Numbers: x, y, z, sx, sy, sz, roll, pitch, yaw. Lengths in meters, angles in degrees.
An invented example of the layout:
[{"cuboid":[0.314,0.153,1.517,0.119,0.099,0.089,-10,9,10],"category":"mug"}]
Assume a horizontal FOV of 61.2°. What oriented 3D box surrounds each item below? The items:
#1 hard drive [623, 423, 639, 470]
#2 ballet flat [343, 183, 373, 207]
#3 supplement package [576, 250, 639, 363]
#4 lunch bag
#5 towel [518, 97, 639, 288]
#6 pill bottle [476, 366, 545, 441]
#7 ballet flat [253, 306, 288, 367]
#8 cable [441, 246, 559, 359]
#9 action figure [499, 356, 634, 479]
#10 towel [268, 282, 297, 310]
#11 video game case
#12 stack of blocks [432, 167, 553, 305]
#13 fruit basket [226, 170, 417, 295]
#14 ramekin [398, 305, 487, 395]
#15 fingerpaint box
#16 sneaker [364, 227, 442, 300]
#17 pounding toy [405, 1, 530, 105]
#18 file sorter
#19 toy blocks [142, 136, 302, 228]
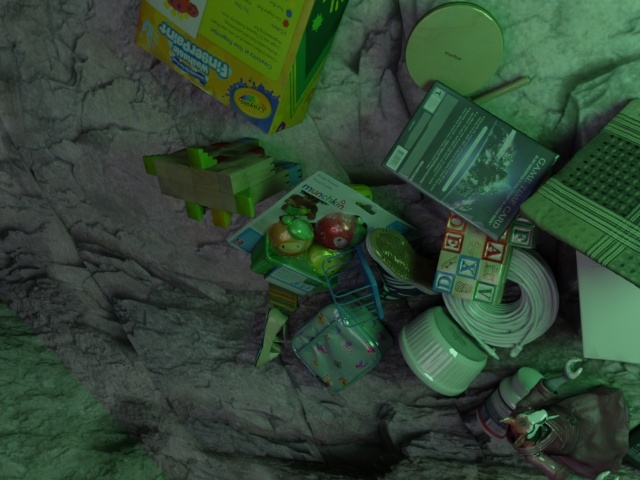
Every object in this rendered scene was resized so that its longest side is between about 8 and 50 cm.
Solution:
[{"cuboid":[0.740,0.460,1.212,0.094,0.022,0.135,37,128,13],"category":"hard drive"},{"cuboid":[0.021,-0.108,1.369,0.230,0.077,0.077,0,107,34],"category":"ballet flat"},{"cuboid":[0.586,0.060,1.015,0.177,0.175,0.293,0,113,32],"category":"supplement package"},{"cuboid":[0.048,0.290,1.532,0.224,0.108,0.279,47,130,5],"category":"lunch bag"},{"cuboid":[0.546,-0.070,0.879,0.324,0.312,0.056,47,180,43],"category":"towel"},{"cuboid":[0.466,0.392,1.305,0.107,0.108,0.180,35,127,14],"category":"pill bottle"},{"cuboid":[-0.152,0.319,1.704,0.086,0.086,0.249,29,125,18],"category":"ballet flat"},{"cuboid":[0.404,0.116,1.222,0.257,0.089,0.257,43,128,9],"category":"cable"},{"cuboid":[0.495,0.390,1.156,0.275,0.369,0.248,-27,56,54],"category":"action figure"},{"cuboid":[-0.118,0.094,1.601,0.102,0.021,0.238,13,119,27],"category":"towel"},{"cuboid":[0.284,-0.155,1.050,0.274,0.026,0.196,35,104,9],"category":"video game case"},{"cuboid":[0.352,-0.023,1.109,0.171,0.087,0.298,14,94,28],"category":"stack of blocks"},{"cuboid":[0.000,0.000,1.314,0.326,0.166,0.353,27,141,-34],"category":"fruit basket"},{"cuboid":[0.299,0.252,1.292,0.207,0.207,0.109,42,120,9],"category":"ramekin"},{"cuboid":[-0.189,-0.525,1.245,0.444,0.163,0.371,35,127,14],"category":"fingerpaint box"},{"cuboid":[0.162,0.066,1.280,0.153,0.099,0.282,-14,146,43],"category":"sneaker"},{"cuboid":[0.276,-0.372,1.071,0.182,0.110,0.237,-30,122,33],"category":"pounding toy"},{"cuboid":[0.077,0.116,1.293,0.170,0.104,0.118,71,178,-53],"category":"file sorter"},{"cuboid":[-0.229,-0.184,1.398,0.381,0.260,0.191,15,123,35],"category":"toy blocks"}]
